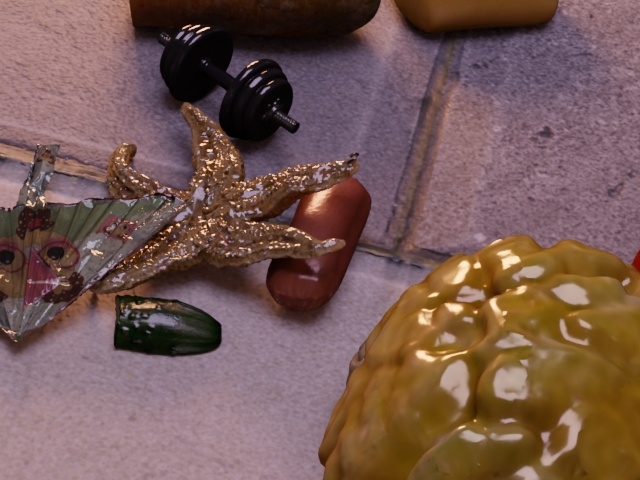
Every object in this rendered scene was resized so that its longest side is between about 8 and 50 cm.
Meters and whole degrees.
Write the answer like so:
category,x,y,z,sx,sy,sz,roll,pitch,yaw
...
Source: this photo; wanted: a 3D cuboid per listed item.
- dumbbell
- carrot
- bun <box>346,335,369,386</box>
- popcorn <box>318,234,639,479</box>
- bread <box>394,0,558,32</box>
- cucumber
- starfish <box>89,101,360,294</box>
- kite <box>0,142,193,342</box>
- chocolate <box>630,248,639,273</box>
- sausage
category,x,y,z,sx,sy,sz,roll,pitch,yaw
dumbbell,-0.104,-0.176,1.940,0.208,0.099,0.099,35,48,25
carrot,-0.078,-0.300,2.063,0.302,0.139,0.139,-6,45,-9
bun,0.109,0.131,1.645,0.173,0.166,0.113,15,-1,-7
popcorn,0.171,0.199,1.414,0.344,0.390,0.354,28,8,0
bread,0.194,-0.329,2.173,0.217,0.098,0.147,-11,51,-21
cucumber,-0.148,0.078,1.707,0.107,0.035,0.067,6,41,-8
starfish,-0.100,-0.035,1.791,0.302,0.060,0.299,4,43,21
kite,-0.286,-0.001,1.743,0.323,0.013,0.268,-4,48,2
chocolate,0.383,0.121,1.642,0.237,0.235,0.108,8,55,-6
sausage,0.000,0.000,1.794,0.077,0.077,0.194,17,42,6
